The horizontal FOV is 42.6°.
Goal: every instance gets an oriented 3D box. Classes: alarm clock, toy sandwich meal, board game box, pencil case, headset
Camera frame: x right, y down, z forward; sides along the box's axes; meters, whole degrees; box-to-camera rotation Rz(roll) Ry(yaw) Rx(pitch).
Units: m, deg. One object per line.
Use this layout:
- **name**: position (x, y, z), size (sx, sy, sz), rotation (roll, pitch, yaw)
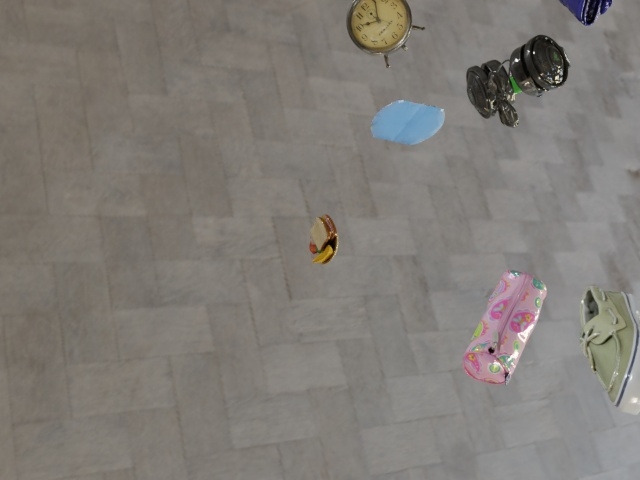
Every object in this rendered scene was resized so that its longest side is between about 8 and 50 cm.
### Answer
- **alarm clock**: position (0.105, -0.448, 1.639), size (0.192, 0.129, 0.064), rotation (45, 10, -2)
- **toy sandwich meal**: position (0.000, 0.000, 1.362), size (0.029, 0.085, 0.085), rotation (2, 65, -36)
- **board game box**: position (0.193, -0.276, 1.851), size (0.169, 0.133, 0.033), rotation (8, 55, -25)
- **pencil case**: position (0.427, 0.199, 1.898), size (0.124, 0.124, 0.284), rotation (41, 55, -8)
- **headset**: position (0.458, -0.353, 1.911), size (0.394, 0.243, 0.185), rotation (-19, 87, -63)

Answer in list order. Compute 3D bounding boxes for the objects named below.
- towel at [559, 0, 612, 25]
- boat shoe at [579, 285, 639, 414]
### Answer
- **towel**: position (0.497, -0.594, 1.620), size (0.076, 0.227, 0.308), rotation (-10, 43, -8)
- **boat shoe**: position (0.433, 0.158, 1.223), size (0.094, 0.109, 0.302), rotation (17, 22, 10)
